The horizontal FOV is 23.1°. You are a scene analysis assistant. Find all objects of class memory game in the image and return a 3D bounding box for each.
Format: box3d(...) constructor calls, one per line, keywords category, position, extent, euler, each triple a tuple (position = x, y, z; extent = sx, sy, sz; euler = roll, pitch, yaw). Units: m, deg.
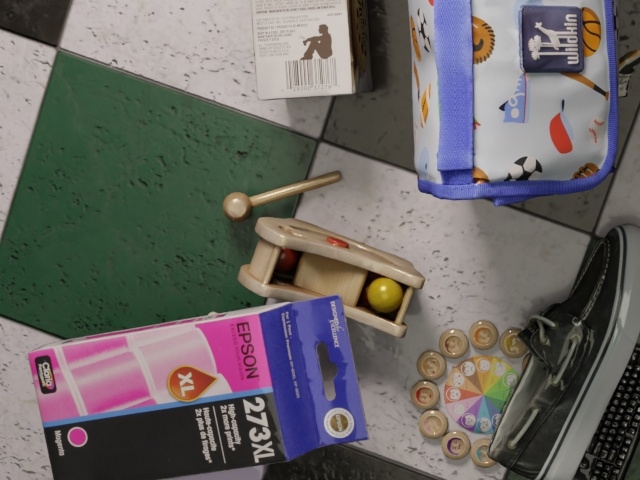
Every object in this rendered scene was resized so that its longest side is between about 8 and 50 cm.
box3d(category="memory game", position=(0.202, 0.190, 1.931), extent=(0.186, 0.012, 0.186), euler=(1, 97, 9))

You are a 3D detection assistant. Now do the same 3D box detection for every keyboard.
box3d(category="keyboard", position=(0.372, 0.219, 1.902), extent=(0.108, 0.023, 0.180), euler=(20, 100, 6))

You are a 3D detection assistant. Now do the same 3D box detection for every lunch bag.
box3d(category="lunch bag", position=(0.204, -0.211, 1.683), extent=(0.239, 0.385, 0.327), euler=(-1, 95, 21))

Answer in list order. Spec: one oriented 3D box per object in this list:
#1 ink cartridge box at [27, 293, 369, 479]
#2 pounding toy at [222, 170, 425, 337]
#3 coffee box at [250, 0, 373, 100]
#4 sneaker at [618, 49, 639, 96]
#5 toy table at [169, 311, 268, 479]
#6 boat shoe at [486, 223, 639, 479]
box3d(category="ink cartridge box", position=(-0.142, 0.179, 1.802), extent=(0.371, 0.069, 0.175), euler=(-10, 94, 10))
box3d(category="pounding toy", position=(0.000, 0.000, 1.871), extent=(0.270, 0.154, 0.154), euler=(21, 100, 6))
box3d(category="coffee box", position=(-0.014, -0.316, 1.831), extent=(0.119, 0.168, 0.297), euler=(-3, 95, 10))
box3d(category="sneaker", position=(0.356, -0.189, 1.855), extent=(0.037, 0.032, 0.083), euler=(43, 111, -4))
box3d(category="toy table", position=(-0.182, 0.218, 1.924), extent=(0.274, 0.161, 0.252), euler=(35, 101, 5))
box3d(category="boat shoe", position=(0.290, 0.132, 1.845), extent=(0.119, 0.121, 0.335), euler=(18, 98, -6))
